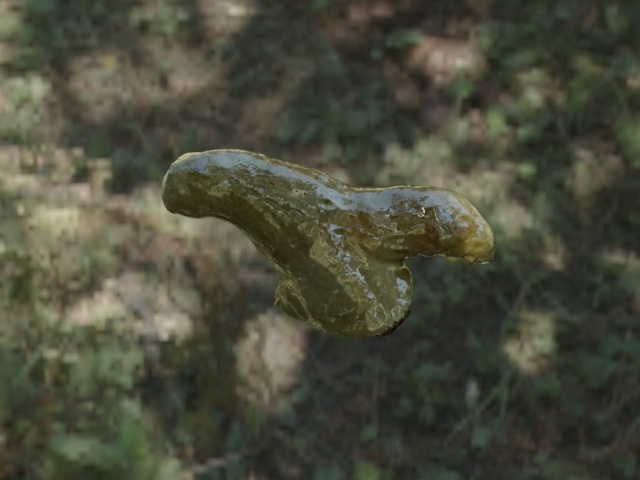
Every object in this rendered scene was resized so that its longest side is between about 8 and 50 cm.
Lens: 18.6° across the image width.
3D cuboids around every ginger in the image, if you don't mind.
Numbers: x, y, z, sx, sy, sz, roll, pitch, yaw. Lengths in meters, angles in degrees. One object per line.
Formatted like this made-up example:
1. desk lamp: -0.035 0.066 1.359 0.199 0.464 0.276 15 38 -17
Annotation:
1. ginger: 0.001 0.001 0.562 0.097 0.048 0.030 11 17 -5
